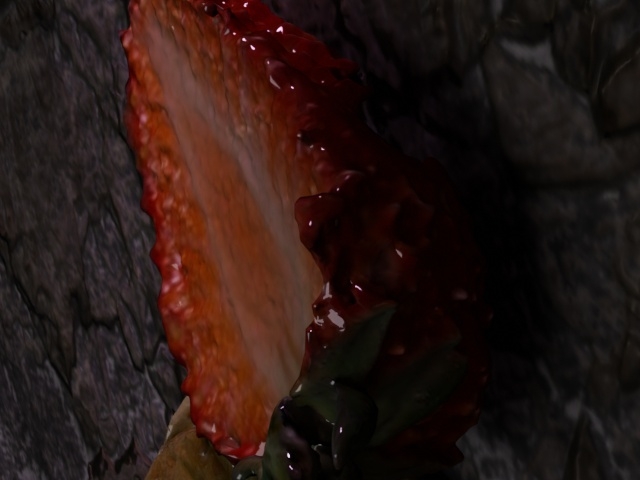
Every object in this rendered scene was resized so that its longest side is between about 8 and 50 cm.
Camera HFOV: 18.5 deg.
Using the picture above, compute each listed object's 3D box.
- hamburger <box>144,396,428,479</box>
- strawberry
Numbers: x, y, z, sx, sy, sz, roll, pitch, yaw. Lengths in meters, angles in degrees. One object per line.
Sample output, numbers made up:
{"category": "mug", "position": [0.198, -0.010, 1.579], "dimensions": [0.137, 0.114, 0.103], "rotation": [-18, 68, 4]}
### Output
{"category": "hamburger", "position": [-0.013, 0.162, 0.920], "dimensions": [0.183, 0.130, 0.206], "rotation": [42, 121, 44]}
{"category": "strawberry", "position": [0.000, 0.000, 0.807], "dimensions": [0.188, 0.106, 0.286], "rotation": [115, 144, -47]}
